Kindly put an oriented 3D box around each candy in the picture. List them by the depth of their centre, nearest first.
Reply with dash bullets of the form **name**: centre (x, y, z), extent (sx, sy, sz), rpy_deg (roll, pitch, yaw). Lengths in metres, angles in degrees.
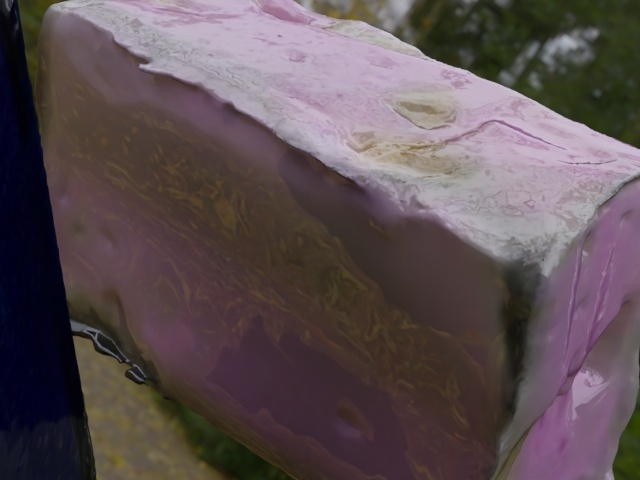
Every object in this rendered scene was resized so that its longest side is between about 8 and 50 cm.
- **candy**: centre (0.000, 0.000, 0.675), extent (0.265, 0.155, 0.116), rpy_deg (29, 33, 35)

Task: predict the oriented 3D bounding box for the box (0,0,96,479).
- **box**: centre (-0.170, 0.049, 0.453), extent (0.116, 0.261, 0.279), rpy_deg (10, -50, 17)
